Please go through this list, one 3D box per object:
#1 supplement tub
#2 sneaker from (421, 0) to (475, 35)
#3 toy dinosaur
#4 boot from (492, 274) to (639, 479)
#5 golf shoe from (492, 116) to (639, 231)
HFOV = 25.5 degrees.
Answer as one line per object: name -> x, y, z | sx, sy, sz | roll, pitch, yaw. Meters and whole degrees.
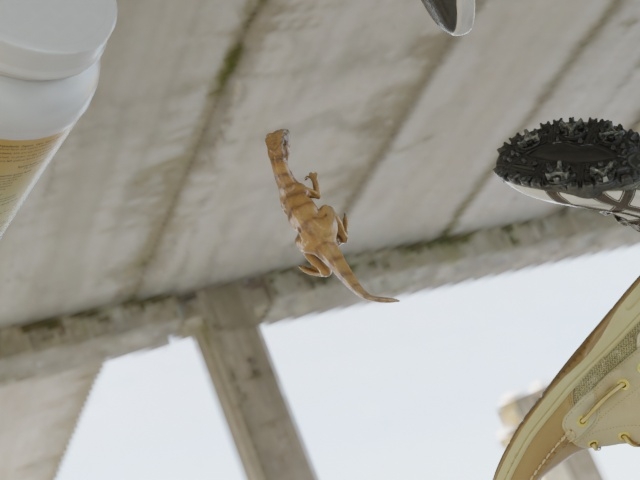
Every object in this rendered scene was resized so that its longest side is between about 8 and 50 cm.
supplement tub -> -0.341, -0.137, 1.293 | 0.228, 0.228, 0.316 | -1, -36, -42
sneaker -> 0.032, -0.300, 1.271 | 0.147, 0.296, 0.104 | -28, 20, -9
toy dinosaur -> 0.000, 0.000, 1.249 | 0.064, 0.211, 0.112 | -34, -22, 1
boot -> 0.293, 0.176, 1.241 | 0.262, 0.203, 0.095 | -53, -11, 6
golf shoe -> 0.221, -0.033, 0.999 | 0.198, 0.077, 0.094 | 5, -42, 22
